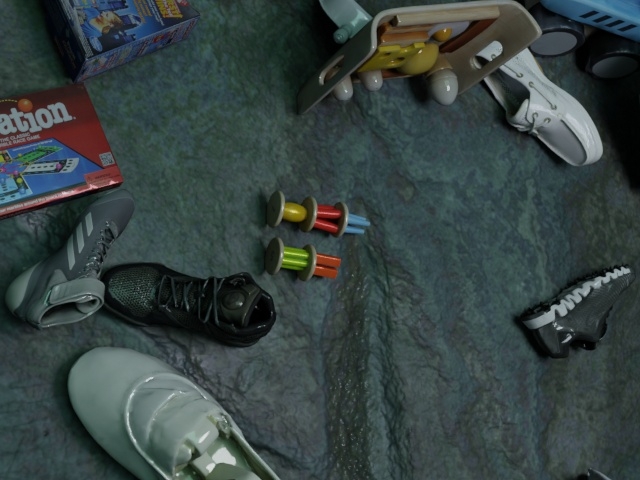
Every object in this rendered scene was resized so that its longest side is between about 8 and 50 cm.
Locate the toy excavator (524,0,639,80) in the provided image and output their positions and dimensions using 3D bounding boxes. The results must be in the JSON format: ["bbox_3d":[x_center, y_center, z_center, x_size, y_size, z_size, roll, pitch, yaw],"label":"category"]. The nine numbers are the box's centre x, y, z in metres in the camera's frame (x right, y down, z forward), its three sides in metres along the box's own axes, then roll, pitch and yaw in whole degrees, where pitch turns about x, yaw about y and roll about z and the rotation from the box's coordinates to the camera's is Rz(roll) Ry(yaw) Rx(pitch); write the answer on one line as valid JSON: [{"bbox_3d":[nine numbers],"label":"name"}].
[{"bbox_3d":[0.475,-0.487,1.414,0.433,0.445,0.222,12,69,-24],"label":"toy excavator"}]

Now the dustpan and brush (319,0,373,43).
[{"bbox_3d":[0.045,-0.322,1.324,0.147,0.211,0.060,42,102,-7],"label":"dustpan and brush"}]

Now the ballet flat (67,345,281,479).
[{"bbox_3d":[-0.125,0.265,1.048,0.400,0.139,0.139,47,59,-7],"label":"ballet flat"}]

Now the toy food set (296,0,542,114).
[{"bbox_3d":[0.141,-0.253,1.297,0.306,0.220,0.092,-13,81,-31],"label":"toy food set"}]

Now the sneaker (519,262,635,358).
[{"bbox_3d":[0.426,0.118,1.417,0.234,0.078,0.106,-25,90,-27],"label":"sneaker"}]

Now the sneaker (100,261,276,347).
[{"bbox_3d":[-0.157,0.069,1.095,0.228,0.130,0.087,20,65,-18],"label":"sneaker"}]

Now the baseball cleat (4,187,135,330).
[{"bbox_3d":[-0.276,0.027,1.062,0.109,0.072,0.206,28,65,27],"label":"baseball cleat"}]

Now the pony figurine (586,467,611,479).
[{"bbox_3d":[0.438,0.498,1.182,0.363,0.351,0.303,-36,89,-13],"label":"pony figurine"}]

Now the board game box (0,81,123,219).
[{"bbox_3d":[-0.397,-0.098,1.080,0.281,0.027,0.145,-20,83,-31],"label":"board game box"}]

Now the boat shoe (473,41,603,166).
[{"bbox_3d":[0.349,-0.220,1.473,0.096,0.098,0.277,-39,85,-31],"label":"boat shoe"}]

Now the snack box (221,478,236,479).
[{"bbox_3d":[-0.173,0.309,0.996,0.022,0.178,0.064,-58,137,-71],"label":"snack box"}]

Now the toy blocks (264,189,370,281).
[{"bbox_3d":[0.000,0.000,1.241,0.148,0.054,0.123,9,70,-25],"label":"toy blocks"}]

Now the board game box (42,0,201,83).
[{"bbox_3d":[-0.271,-0.319,1.191,0.194,0.060,0.194,-17,76,-37],"label":"board game box"}]
